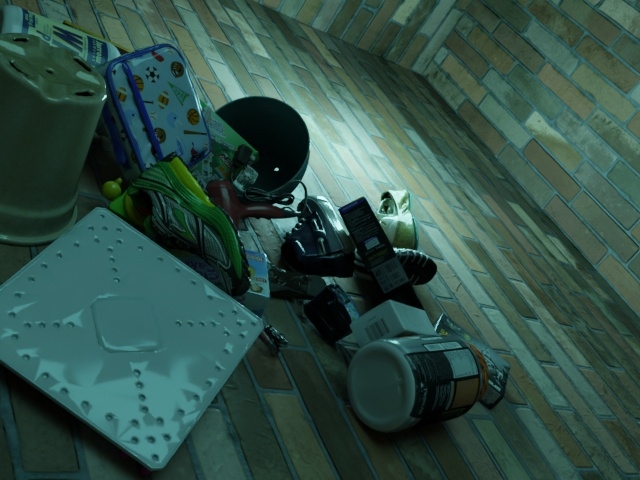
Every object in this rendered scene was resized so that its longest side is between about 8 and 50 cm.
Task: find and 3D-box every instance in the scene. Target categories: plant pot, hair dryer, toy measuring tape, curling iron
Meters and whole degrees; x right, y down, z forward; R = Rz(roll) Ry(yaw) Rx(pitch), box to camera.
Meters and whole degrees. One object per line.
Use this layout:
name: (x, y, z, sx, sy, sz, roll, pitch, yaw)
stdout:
plant pot: (-0.572, -0.213, 1.577, 0.333, 0.305, 0.334, 28, 26, -15)
hair dryer: (-0.165, -0.075, 1.911, 0.223, 0.080, 0.294, 35, 65, -5)
toy measuring tape: (-0.324, -0.047, 1.804, 0.330, 0.121, 0.121, 31, 26, -14)
plant pot: (-0.163, -0.201, 2.145, 0.290, 0.290, 0.195, 45, -13, 20)
curling iron: (-0.172, 0.148, 1.760, 0.274, 0.035, 0.068, 39, 4, 20)

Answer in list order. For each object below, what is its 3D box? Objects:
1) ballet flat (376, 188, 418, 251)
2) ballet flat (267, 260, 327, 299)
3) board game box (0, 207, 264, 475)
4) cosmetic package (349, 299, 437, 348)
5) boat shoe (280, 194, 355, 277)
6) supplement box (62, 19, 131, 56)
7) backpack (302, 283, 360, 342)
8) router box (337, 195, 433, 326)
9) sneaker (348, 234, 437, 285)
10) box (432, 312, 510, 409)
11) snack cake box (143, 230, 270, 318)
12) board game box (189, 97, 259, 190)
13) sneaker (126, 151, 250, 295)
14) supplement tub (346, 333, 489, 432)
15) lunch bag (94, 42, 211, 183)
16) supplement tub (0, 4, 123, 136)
ballet flat: (0.232, -0.058, 2.532, 0.123, 0.123, 0.348, 28, 27, -14)
ballet flat: (-0.101, 0.094, 1.919, 0.249, 0.058, 0.084, 13, 68, -29)
board game box: (-0.341, 0.158, 1.416, 0.390, 0.050, 0.390, 35, 39, 0)
cosmetic package: (0.173, 0.209, 1.892, 0.231, 0.117, 0.086, 22, 39, -63)
boat shoe: (-0.039, -0.016, 2.103, 0.158, 0.127, 0.340, -4, 28, -20)
supplement box: (-0.609, -0.445, 2.137, 0.191, 0.129, 0.194, 22, 28, -24)
backpack: (0.035, 0.169, 1.889, 0.114, 0.105, 0.084, 55, 27, 14)
router box: (0.165, 0.073, 2.060, 0.309, 0.081, 0.243, 59, 4, -42)
sneaker: (0.197, 0.027, 2.334, 0.281, 0.106, 0.162, 17, 28, -31)
box: (0.376, 0.308, 2.118, 0.231, 0.056, 0.183, 38, 26, 5)
snack cake box: (-0.243, 0.074, 1.687, 0.264, 0.089, 0.152, 15, 30, -17)
board game box: (-0.336, -0.241, 2.040, 0.317, 0.213, 0.046, 43, -13, 18)
sneaker: (-0.257, -0.012, 1.632, 0.146, 0.134, 0.343, -35, 65, -16)
supplement tub: (0.221, 0.302, 1.781, 0.316, 0.194, 0.193, 4, 39, -49)
lunch bag: (-0.383, -0.278, 1.864, 0.243, 0.115, 0.303, -35, 112, -46)
supplement tub: (-0.607, -0.379, 1.901, 0.324, 0.235, 0.235, 16, 31, -34)
